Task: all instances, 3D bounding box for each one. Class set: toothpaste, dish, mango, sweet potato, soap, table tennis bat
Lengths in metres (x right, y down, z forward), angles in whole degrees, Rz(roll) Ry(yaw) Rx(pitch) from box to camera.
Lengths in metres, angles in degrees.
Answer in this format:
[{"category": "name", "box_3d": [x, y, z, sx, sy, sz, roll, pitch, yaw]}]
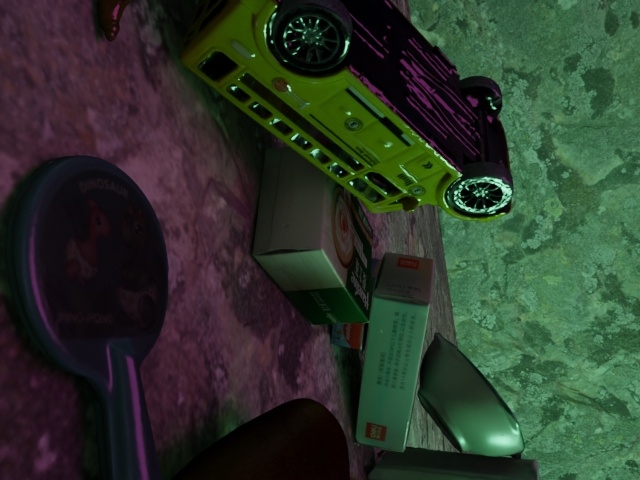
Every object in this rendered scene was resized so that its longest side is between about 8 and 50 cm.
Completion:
[{"category": "toothpaste", "box_3d": [0.058, 0.096, 0.863, 0.193, 0.044, 0.070, -58, 154, -63]}, {"category": "dish", "box_3d": [0.199, 0.242, 0.862, 0.224, 0.078, 0.246, 57, -7, -10]}, {"category": "mango", "box_3d": [-0.046, 0.196, 0.391, 0.267, 0.111, 0.133, -11, 116, -65]}, {"category": "sweet potato", "box_3d": [-0.130, -0.180, 0.391, 0.026, 0.026, 0.115, 63, 30, -50]}, {"category": "soap", "box_3d": [0.202, 0.405, 0.883, 0.094, 0.261, 0.150, -13, 99, -63]}, {"category": "table tennis bat", "box_3d": [-0.121, 0.050, 0.331, 0.124, 0.033, 0.201, 2, 78, -71]}]

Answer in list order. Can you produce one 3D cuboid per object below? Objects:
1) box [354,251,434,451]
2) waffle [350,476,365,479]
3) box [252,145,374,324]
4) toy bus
[{"category": "box", "box_3d": [0.108, 0.165, 0.842, 0.135, 0.079, 0.269, -62, 158, -61]}, {"category": "waffle", "box_3d": [0.045, 0.439, 0.643, 0.329, 0.062, 0.329, -13, 90, -76]}, {"category": "box", "box_3d": [0.000, 0.000, 0.659, 0.199, 0.081, 0.135, 54, 34, -55]}, {"category": "toy bus", "box_3d": [0.046, -0.134, 0.536, 0.331, 0.151, 0.145, 34, 47, -33]}]
